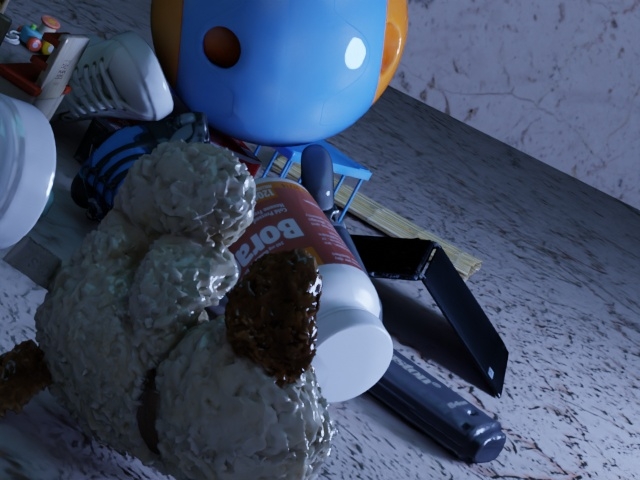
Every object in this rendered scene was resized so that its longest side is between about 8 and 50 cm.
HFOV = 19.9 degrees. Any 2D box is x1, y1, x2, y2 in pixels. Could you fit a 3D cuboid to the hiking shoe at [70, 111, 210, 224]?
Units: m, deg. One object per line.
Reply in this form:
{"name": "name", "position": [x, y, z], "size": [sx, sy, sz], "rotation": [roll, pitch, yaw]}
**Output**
{"name": "hiking shoe", "position": [-0.181, -0.030, 1.791], "size": [0.132, 0.113, 0.304], "rotation": [-6, 22, 6]}

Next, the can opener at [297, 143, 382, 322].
{"name": "can opener", "position": [0.000, 0.000, 1.951], "size": [0.074, 0.093, 0.280], "rotation": [-8, 37, -10]}

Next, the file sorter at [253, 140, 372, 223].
{"name": "file sorter", "position": [-0.046, -0.079, 2.230], "size": [0.118, 0.104, 0.170], "rotation": [37, 15, 32]}

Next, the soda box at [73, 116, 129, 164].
{"name": "soda box", "position": [-0.192, -0.070, 1.984], "size": [0.169, 0.053, 0.060], "rotation": [37, 14, 36]}

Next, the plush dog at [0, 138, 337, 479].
{"name": "plush dog", "position": [-0.085, 0.093, 1.237], "size": [0.225, 0.262, 0.210], "rotation": [26, 41, 38]}

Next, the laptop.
{"name": "laptop", "position": [0.085, 0.079, 2.096], "size": [0.264, 0.136, 0.234], "rotation": [4, 9, 7]}

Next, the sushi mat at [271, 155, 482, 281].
{"name": "sushi mat", "position": [0.079, -0.035, 2.543], "size": [0.316, 0.019, 0.151], "rotation": [30, 13, 10]}

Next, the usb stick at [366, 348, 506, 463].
{"name": "usb stick", "position": [0.057, 0.124, 1.758], "size": [0.278, 0.045, 0.077], "rotation": [35, 13, 27]}

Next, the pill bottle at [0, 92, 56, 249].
{"name": "pill bottle", "position": [-0.354, -0.081, 1.377], "size": [0.301, 0.169, 0.169], "rotation": [16, 17, -45]}

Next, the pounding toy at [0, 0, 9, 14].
{"name": "pounding toy", "position": [-0.484, -0.350, 2.237], "size": [0.269, 0.155, 0.154], "rotation": [18, 12, -43]}

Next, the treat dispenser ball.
{"name": "treat dispenser ball", "position": [-0.046, -0.249, 2.045], "size": [0.288, 0.288, 0.288], "rotation": [27, 12, -6]}

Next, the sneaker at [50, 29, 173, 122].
{"name": "sneaker", "position": [-0.256, -0.166, 2.050], "size": [0.290, 0.123, 0.106], "rotation": [13, -51, 65]}

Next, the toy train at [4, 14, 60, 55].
{"name": "toy train", "position": [-0.339, -0.254, 2.435], "size": [0.166, 0.046, 0.125], "rotation": [30, 12, 5]}

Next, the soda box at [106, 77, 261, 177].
{"name": "soda box", "position": [-0.164, -0.115, 2.138], "size": [0.083, 0.092, 0.263], "rotation": [21, 15, -30]}

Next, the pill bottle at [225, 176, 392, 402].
{"name": "pill bottle", "position": [-0.020, 0.046, 1.690], "size": [0.121, 0.121, 0.216], "rotation": [19, 25, -40]}

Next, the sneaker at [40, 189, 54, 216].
{"name": "sneaker", "position": [-0.299, -0.063, 1.741], "size": [0.069, 0.038, 0.098], "rotation": [20, 14, -37]}

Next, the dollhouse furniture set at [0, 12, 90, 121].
{"name": "dollhouse furniture set", "position": [-0.391, -0.218, 1.947], "size": [0.259, 0.135, 0.262], "rotation": [30, 12, 8]}
